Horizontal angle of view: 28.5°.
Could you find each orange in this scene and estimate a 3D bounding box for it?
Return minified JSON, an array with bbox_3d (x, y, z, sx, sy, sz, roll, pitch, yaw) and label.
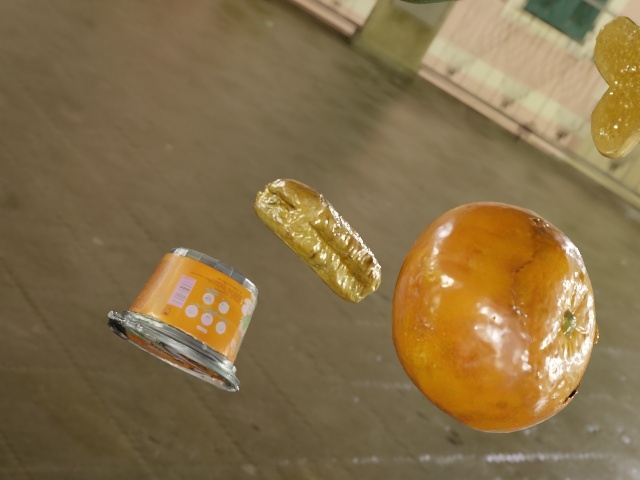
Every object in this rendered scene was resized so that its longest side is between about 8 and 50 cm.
[{"bbox_3d":[0.211,0.095,1.547,0.226,0.284,0.284,-5,-6,35],"label":"orange"}]

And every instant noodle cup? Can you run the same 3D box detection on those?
[{"bbox_3d":[-0.155,0.087,1.537,0.177,0.125,0.208,17,-17,30],"label":"instant noodle cup"}]

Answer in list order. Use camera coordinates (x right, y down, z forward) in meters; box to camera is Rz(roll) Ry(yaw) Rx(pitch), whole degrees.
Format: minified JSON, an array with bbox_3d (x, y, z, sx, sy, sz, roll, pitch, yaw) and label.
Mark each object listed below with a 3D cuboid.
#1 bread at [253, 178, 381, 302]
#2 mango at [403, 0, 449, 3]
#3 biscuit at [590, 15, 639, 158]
[{"bbox_3d":[0.000,0.000,1.754,0.114,0.083,0.211,32,-13,48],"label":"bread"},{"bbox_3d":[0.152,-0.333,1.432,0.156,0.114,0.251,-20,17,-27],"label":"mango"},{"bbox_3d":[0.344,-0.146,1.118,0.035,0.158,0.240,14,-10,-41],"label":"biscuit"}]
